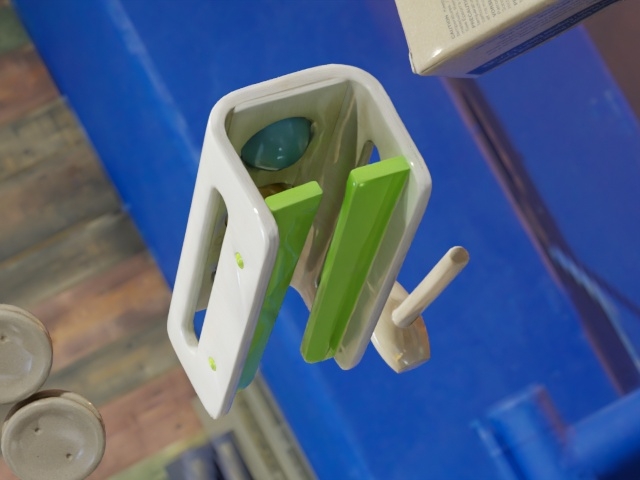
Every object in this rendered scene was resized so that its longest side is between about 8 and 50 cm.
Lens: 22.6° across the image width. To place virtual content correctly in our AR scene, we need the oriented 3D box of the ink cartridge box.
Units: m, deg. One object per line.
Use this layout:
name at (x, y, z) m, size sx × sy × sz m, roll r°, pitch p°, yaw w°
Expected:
ink cartridge box at (0.137, -0.270, 1.256) m, size 0.193 × 0.234 × 0.088 m, roll -25°, pitch -15°, yaw 40°

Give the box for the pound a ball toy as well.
pound a ball toy at (0.000, 0.000, 1.175) m, size 0.208 × 0.135 × 0.319 m, roll -19°, pitch -26°, yaw -21°

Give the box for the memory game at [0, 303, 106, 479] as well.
memory game at (-0.167, 0.084, 0.562) m, size 0.186 × 0.186 × 0.012 m, roll -29°, pitch 24°, yaw 5°
